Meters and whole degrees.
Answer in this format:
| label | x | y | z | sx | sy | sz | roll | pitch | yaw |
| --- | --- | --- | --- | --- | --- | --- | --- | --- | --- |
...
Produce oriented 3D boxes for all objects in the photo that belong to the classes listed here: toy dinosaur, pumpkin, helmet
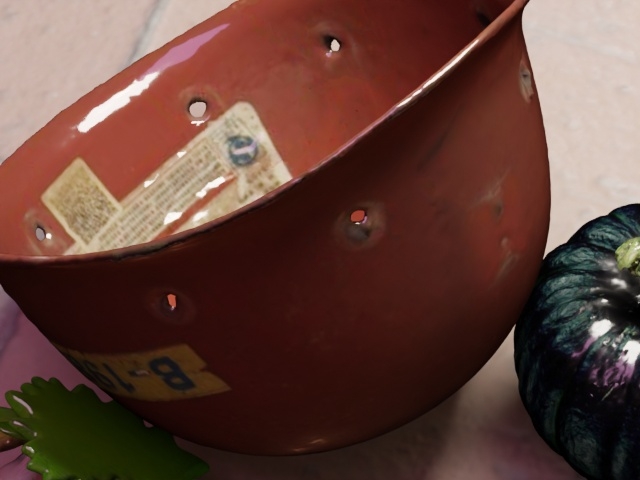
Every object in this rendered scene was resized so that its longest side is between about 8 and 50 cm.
| label | x | y | z | sx | sy | sz | roll | pitch | yaw |
| --- | --- | --- | --- | --- | --- | --- | --- | --- | --- |
| toy dinosaur | -0.150 | 0.184 | 1.107 | 0.177 | 0.152 | 0.194 | -54 | 42 | 23 |
| pumpkin | 0.204 | 0.061 | 1.073 | 0.194 | 0.150 | 0.194 | 13 | 41 | -12 |
| helmet | 0.000 | 0.000 | 1.080 | 0.385 | 0.230 | 0.337 | -3 | 32 | 47 |
